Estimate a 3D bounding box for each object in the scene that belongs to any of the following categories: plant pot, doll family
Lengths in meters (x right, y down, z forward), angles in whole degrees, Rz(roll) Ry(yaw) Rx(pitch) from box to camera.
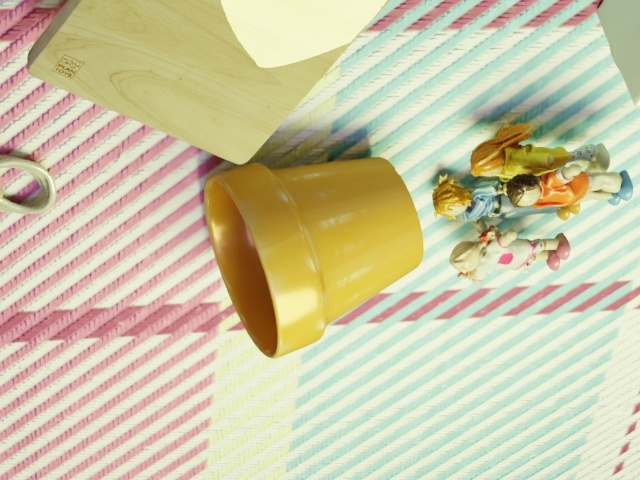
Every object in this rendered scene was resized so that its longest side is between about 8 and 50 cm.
[{"bbox_3d":[0.000,0.000,2.121,0.188,0.205,0.205,-19,138,-16],"label":"plant pot"},{"bbox_3d":[0.213,-0.053,2.181,0.163,0.118,0.263,-1,154,-21],"label":"doll family"}]

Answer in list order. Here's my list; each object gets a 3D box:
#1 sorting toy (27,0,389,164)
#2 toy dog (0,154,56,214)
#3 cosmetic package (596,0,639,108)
[{"bbox_3d":[-0.112,-0.227,1.922,0.257,0.089,0.255,23,126,-31],"label":"sorting toy"},{"bbox_3d":[-0.413,-0.050,1.983,0.220,0.161,0.334,-21,136,10],"label":"toy dog"},{"bbox_3d":[0.398,-0.232,1.988,0.151,0.151,0.184,11,133,-23],"label":"cosmetic package"}]
